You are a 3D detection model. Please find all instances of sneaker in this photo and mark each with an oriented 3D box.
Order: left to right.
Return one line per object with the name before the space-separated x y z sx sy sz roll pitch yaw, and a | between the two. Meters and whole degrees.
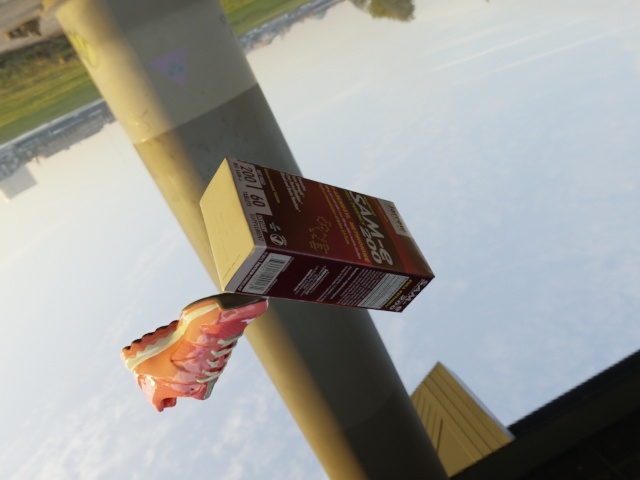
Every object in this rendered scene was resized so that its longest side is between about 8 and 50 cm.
sneaker | -0.182 0.177 0.913 0.314 0.136 0.116 -32 167 30

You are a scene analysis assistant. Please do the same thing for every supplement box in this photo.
supplement box | 0.000 0.000 0.632 0.073 0.240 0.130 -51 -136 32
